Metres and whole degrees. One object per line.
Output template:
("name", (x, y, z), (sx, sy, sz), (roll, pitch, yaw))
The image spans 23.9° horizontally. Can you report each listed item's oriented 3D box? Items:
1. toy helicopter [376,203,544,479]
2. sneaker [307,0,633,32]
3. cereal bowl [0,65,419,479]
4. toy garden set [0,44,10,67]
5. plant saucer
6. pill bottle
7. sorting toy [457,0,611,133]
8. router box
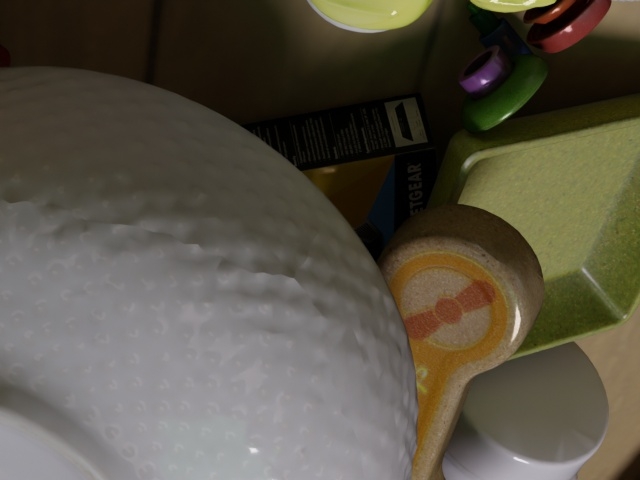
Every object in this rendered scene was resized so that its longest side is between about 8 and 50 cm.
("toy helicopter", (0.014, 0.122, 0.818), (0.235, 0.140, 0.355), (27, 125, 12))
("sneaker", (0.095, -0.163, 0.638), (0.240, 0.091, 0.126), (-15, 142, 8))
("cereal bowl", (-0.130, 0.101, 0.685), (0.339, 0.141, 0.339), (6, 119, 10))
("toy garden set", (-0.286, -0.084, 0.687), (0.244, 0.049, 0.204), (-27, 140, 21))
("plant saucer", (0.121, -0.009, 0.837), (0.188, 0.045, 0.188), (-13, 141, -29))
("pill bottle", (0.074, 0.164, 0.999), (0.152, 0.152, 0.272), (7, 141, -21))
("sorting toy", (0.095, -0.102, 0.745), (0.102, 0.061, 0.042), (-46, 106, -9))
("router box", (0.000, 0.000, 0.863), (0.133, 0.046, 0.179), (-10, 143, -1))
